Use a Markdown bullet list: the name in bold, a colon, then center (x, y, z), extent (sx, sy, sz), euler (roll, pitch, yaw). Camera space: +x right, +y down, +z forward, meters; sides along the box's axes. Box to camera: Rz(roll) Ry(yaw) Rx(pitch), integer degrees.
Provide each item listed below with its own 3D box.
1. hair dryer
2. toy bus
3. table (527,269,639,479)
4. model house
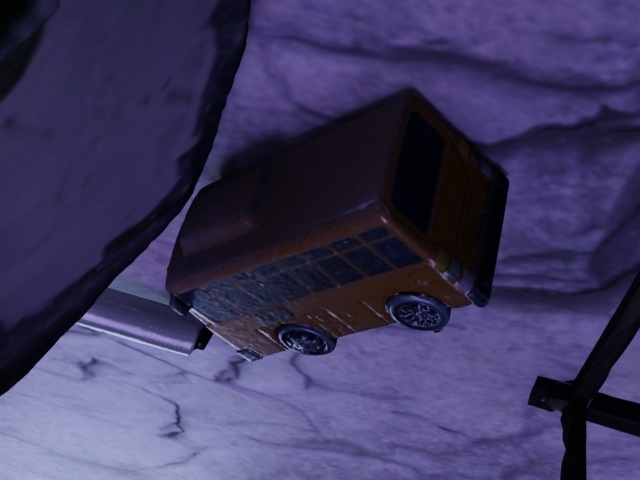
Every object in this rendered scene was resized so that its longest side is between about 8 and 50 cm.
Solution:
- **hair dryer**: center (-0.195, 0.042, 0.744), extent (0.237, 0.073, 0.131), euler (14, 151, -14)
- **toy bus**: center (0.000, 0.000, 0.547), extent (0.182, 0.091, 0.103), euler (-19, 134, 42)
- **table**: center (0.253, 0.077, 0.365), extent (0.272, 0.222, 0.335), euler (16, 134, 1)
- **model house**: center (-0.209, -0.101, 0.446), extent (0.301, 0.190, 0.271), euler (32, 152, 4)
